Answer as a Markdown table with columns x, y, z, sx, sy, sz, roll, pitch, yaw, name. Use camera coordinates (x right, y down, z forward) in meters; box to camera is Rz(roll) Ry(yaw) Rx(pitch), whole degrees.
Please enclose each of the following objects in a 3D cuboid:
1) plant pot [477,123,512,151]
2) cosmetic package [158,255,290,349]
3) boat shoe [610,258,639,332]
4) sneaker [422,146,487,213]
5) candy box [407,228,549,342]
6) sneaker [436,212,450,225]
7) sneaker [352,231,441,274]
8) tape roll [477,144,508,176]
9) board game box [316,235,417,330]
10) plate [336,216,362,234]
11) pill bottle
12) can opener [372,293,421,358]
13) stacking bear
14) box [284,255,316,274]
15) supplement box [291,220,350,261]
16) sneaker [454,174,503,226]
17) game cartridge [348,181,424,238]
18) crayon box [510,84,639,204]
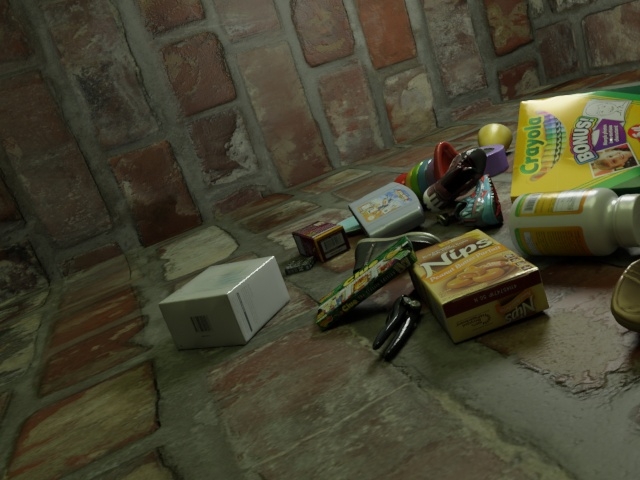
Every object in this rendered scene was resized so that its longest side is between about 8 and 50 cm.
| x | y | z | sx | sy | sz | roll | pitch | yaw | name |
| --- | --- | --- | --- | --- | --- | --- | --- | --- | --- |
| 0.675 | -0.374 | 2.249 | 0.134 | 0.134 | 0.095 | -9 | 43 | 35 | plant pot |
| -0.237 | 0.154 | 1.451 | 0.224 | 0.138 | 0.224 | -10 | 16 | 30 | cosmetic package |
| 0.549 | 0.069 | 0.902 | 0.285 | 0.089 | 0.104 | -30 | 44 | -27 | boat shoe |
| 0.433 | -0.197 | 1.692 | 0.281 | 0.106 | 0.162 | -46 | 0 | -23 | sneaker |
| 0.294 | 0.078 | 1.149 | 0.183 | 0.087 | 0.316 | -20 | 15 | 1 | candy box |
| 0.365 | -0.068 | 1.691 | 0.035 | 0.031 | 0.083 | -18 | 15 | 2 | sneaker |
| 0.192 | 0.050 | 1.439 | 0.222 | 0.083 | 0.118 | -7 | 37 | 18 | sneaker |
| 0.580 | -0.281 | 2.093 | 0.189 | 0.080 | 0.189 | -19 | 14 | 5 | tape roll |
| 0.100 | 0.092 | 1.283 | 0.259 | 0.030 | 0.136 | -38 | 8 | 12 | board game box |
| 0.128 | -0.054 | 1.956 | 0.188 | 0.024 | 0.188 | -18 | 14 | 5 | plate |
| 0.526 | -0.036 | 1.172 | 0.136 | 0.136 | 0.245 | -31 | 19 | -36 | pill bottle |
| 0.151 | 0.166 | 1.107 | 0.059 | 0.073 | 0.186 | 25 | 32 | 10 | can opener |
| 0.351 | -0.192 | 1.923 | 0.175 | 0.164 | 0.289 | 22 | -21 | -28 | stacking bear |
| -0.061 | 0.075 | 1.738 | 0.083 | 0.018 | 0.067 | -15 | 16 | 17 | box |
| 0.000 | 0.000 | 1.808 | 0.104 | 0.081 | 0.188 | -25 | 16 | -20 | supplement box |
| 0.434 | -0.109 | 1.617 | 0.125 | 0.104 | 0.262 | -18 | 13 | 19 | sneaker |
| 0.211 | -0.095 | 1.822 | 0.198 | 0.062 | 0.297 | -31 | 25 | 2 | game cartridge |
| 0.633 | -0.208 | 1.371 | 0.313 | 0.106 | 0.363 | -2 | 48 | 26 | crayon box |
